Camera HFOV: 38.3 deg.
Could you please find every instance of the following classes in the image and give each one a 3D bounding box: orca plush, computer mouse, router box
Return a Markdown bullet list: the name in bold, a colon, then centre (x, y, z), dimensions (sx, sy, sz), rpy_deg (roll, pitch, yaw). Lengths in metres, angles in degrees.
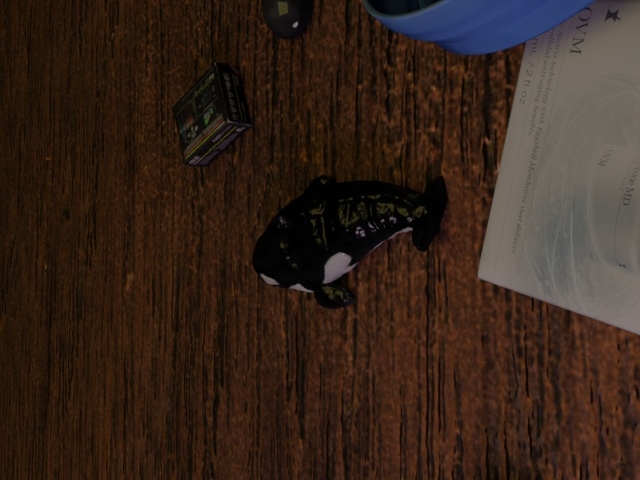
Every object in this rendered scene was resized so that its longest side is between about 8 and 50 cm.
- **orca plush**: centre (0.000, 0.000, 0.988), dimensions (0.287, 0.102, 0.151), rpy_deg (2, 89, 51)
- **computer mouse**: centre (-0.059, -0.357, 1.136), dimensions (0.071, 0.041, 0.242), rpy_deg (-34, 61, 46)
- **router box**: centre (-0.147, -0.166, 1.232), dimensions (0.122, 0.038, 0.092), rpy_deg (-34, 61, 45)

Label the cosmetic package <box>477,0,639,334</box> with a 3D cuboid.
- **cosmetic package**: centre (0.254, -0.050, 0.652), dimensions (0.224, 0.138, 0.224), rpy_deg (20, 103, 49)

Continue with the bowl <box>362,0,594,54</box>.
- **bowl**: centre (0.179, -0.312, 0.690), dimensions (0.391, 0.077, 0.391), rpy_deg (-44, 28, 31)
